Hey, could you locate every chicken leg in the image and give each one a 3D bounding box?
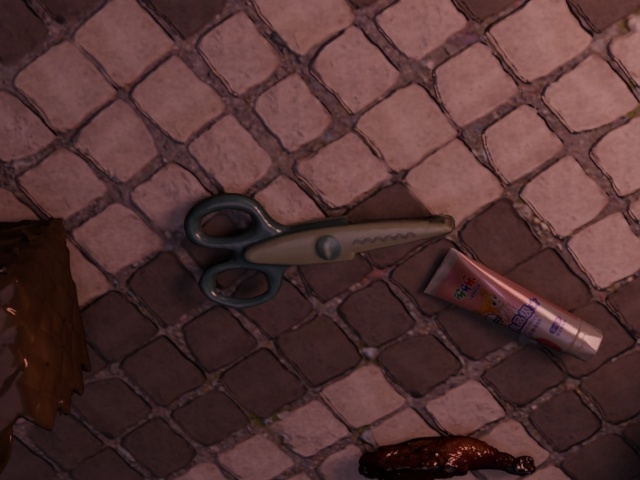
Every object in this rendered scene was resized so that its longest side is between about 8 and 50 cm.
[{"bbox_3d":[0.146,0.261,1.602,0.205,0.053,0.093,-3,145,14],"label":"chicken leg"}]

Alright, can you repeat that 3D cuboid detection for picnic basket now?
[{"bbox_3d":[-0.397,0.143,1.446,0.291,0.254,0.321,-1,111,4],"label":"picnic basket"}]

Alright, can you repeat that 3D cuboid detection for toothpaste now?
[{"bbox_3d":[0.214,0.073,1.487,0.194,0.043,0.067,25,123,-5],"label":"toothpaste"}]

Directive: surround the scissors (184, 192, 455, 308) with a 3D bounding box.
[{"bbox_3d":[0.000,0.000,1.454,0.289,0.041,0.138,-8,113,10],"label":"scissors"}]
